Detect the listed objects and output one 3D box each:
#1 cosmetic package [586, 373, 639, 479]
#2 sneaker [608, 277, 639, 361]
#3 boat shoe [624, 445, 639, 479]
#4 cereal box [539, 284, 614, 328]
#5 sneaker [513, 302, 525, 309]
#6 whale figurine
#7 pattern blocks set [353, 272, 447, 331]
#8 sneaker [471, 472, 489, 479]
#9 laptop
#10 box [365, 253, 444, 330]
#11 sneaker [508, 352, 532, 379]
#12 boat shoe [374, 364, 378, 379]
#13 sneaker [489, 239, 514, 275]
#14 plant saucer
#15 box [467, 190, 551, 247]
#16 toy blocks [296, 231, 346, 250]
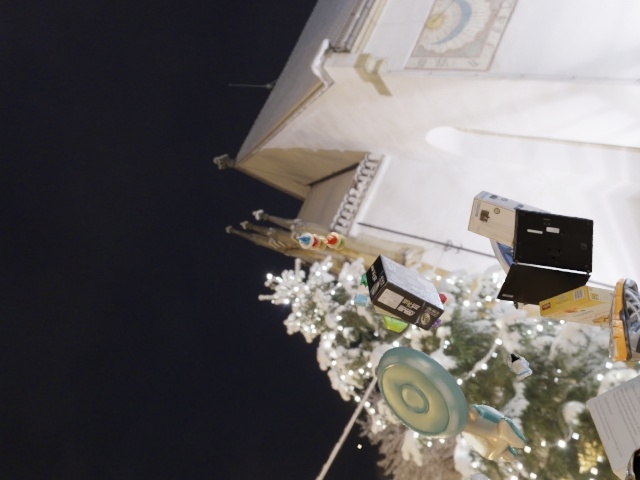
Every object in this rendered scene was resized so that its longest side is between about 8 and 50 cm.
[{"bbox_3d":[1.268,0.699,1.780,0.327,0.394,0.329,40,-150,-13],"label":"cosmetic package"},{"bbox_3d":[0.595,0.152,0.938,0.215,0.083,0.084,-55,-41,-44],"label":"sneaker"},{"bbox_3d":[0.907,0.618,1.351,0.307,0.111,0.104,-23,-68,-47],"label":"boat shoe"},{"bbox_3d":[0.732,0.179,1.302,0.240,0.173,0.047,11,-115,-14],"label":"cereal box"},{"bbox_3d":[0.804,0.202,1.965,0.100,0.108,0.271,67,-163,-3],"label":"sneaker"},{"bbox_3d":[0.580,0.620,1.637,0.141,0.216,0.272,-34,-12,-25],"label":"whale figurine"},{"bbox_3d":[0.287,0.223,1.809,0.285,0.325,0.026,-56,-14,-49],"label":"pattern blocks set"},{"bbox_3d":[0.528,0.739,1.332,0.169,0.292,0.108,-29,-61,9],"label":"sneaker"},{"bbox_3d":[0.684,0.060,1.519,0.136,0.234,0.264,90,-171,-77],"label":"laptop"},{"bbox_3d":[0.219,0.136,1.309,0.180,0.147,0.077,27,-66,-15],"label":"box"},{"bbox_3d":[0.739,0.454,1.865,0.071,0.083,0.191,-31,-5,8],"label":"sneaker"},{"bbox_3d":[0.386,0.617,2.348,0.306,0.105,0.113,20,-123,-43],"label":"boat shoe"},{"bbox_3d":[0.945,0.001,2.371,0.130,0.236,0.322,47,-152,-38],"label":"sneaker"},{"bbox_3d":[0.291,0.471,1.501,0.044,0.318,0.317,-29,-55,-39],"label":"plant saucer"},{"bbox_3d":[0.763,-0.077,2.026,0.087,0.290,0.169,-31,-45,-41],"label":"box"},{"bbox_3d":[0.000,0.000,1.591,0.148,0.123,0.054,14,-107,-64],"label":"toy blocks"}]
